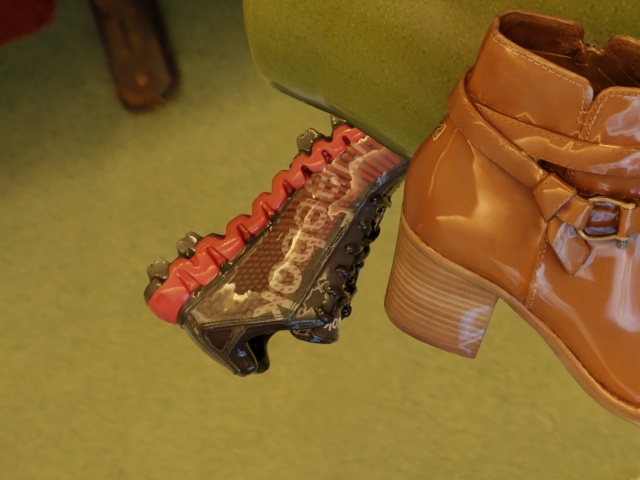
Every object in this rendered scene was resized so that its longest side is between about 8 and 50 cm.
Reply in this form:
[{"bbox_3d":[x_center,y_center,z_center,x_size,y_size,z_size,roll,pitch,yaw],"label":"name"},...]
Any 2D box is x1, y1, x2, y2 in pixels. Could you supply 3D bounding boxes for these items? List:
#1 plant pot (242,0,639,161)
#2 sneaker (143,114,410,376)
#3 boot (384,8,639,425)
[{"bbox_3d":[0.162,-0.143,0.846,0.353,0.366,0.366,17,83,16],"label":"plant pot"},{"bbox_3d":[0.000,0.000,1.251,0.276,0.097,0.135,-41,80,13],"label":"sneaker"},{"bbox_3d":[0.132,-0.005,0.669,0.197,0.152,0.073,13,37,-7],"label":"boot"}]
